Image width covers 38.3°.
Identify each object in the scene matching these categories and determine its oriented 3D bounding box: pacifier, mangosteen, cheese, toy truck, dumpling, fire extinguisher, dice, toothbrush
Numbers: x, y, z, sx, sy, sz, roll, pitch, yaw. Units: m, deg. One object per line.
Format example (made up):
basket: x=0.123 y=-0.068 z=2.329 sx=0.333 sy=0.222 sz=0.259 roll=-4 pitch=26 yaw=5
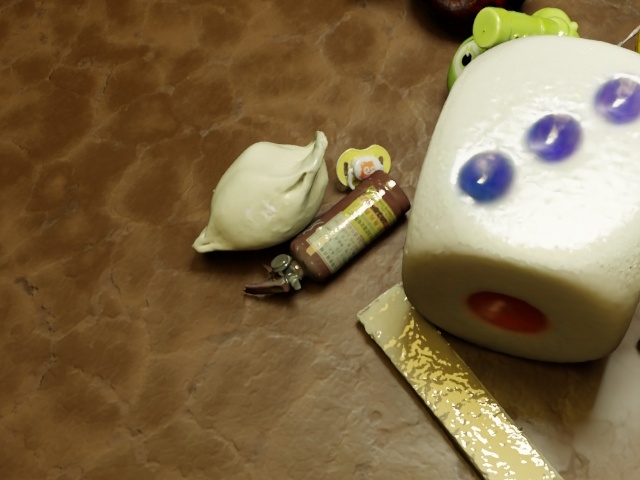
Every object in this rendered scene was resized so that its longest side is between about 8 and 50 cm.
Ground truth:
pacifier: x=0.059 y=-0.108 z=1.340 sx=0.083 sy=0.068 sz=0.064 roll=-11 pitch=26 yaw=-14
mangosteen: x=0.235 y=-0.422 z=1.385 sx=0.210 sy=0.210 sz=0.209 roll=-4 pitch=63 yaw=8
cheese: x=0.187 y=0.218 z=1.154 sx=0.085 sy=0.034 sz=0.400 roll=-32 pitch=62 yaw=-9
toy truck: x=0.284 y=-0.253 z=1.289 sx=0.187 sy=0.210 sz=0.148 roll=-9 pitch=61 yaw=-14
dumpling: x=-0.076 y=-0.070 z=1.293 sx=0.252 sy=0.131 sz=0.179 roll=-40 pitch=18 yaw=25
fire extinguisher: x=0.005 y=0.006 z=1.287 sx=0.252 sy=0.106 sz=0.075 roll=-40 pitch=102 yaw=-9
dice: x=0.267 y=-0.043 z=1.117 sx=0.277 sy=0.304 sz=0.304 roll=14 pitch=67 yaw=17
toothbrush: x=0.476 y=-0.316 z=1.383 sx=0.097 sy=0.008 sz=0.006 roll=-41 pitch=78 yaw=-12

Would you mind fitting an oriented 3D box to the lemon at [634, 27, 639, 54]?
lemon: x=0.524 y=-0.278 z=1.264 sx=0.170 sy=0.170 sz=0.207 roll=32 pitch=72 yaw=23
